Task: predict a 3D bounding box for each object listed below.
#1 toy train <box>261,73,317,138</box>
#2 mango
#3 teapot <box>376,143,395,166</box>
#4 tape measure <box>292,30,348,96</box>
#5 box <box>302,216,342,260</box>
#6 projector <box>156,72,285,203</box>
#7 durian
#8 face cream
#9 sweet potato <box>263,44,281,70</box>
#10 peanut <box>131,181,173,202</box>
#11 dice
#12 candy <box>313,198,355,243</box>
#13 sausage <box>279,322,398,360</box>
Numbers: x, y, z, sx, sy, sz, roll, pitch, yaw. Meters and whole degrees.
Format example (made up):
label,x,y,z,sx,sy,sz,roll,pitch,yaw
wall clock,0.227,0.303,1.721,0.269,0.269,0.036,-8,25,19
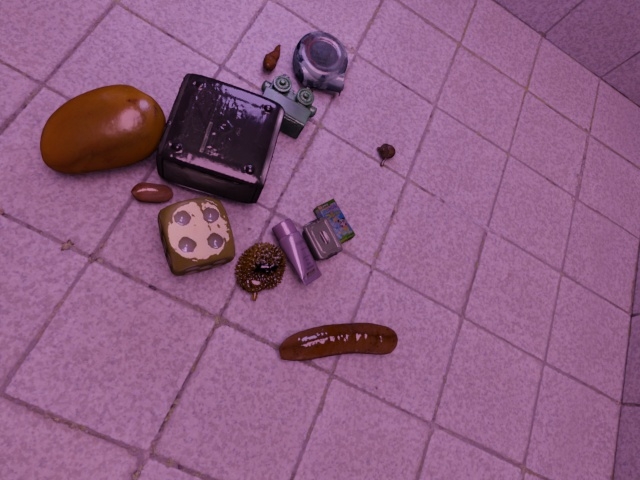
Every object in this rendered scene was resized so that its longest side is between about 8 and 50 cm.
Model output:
label,x,y,z,sx,sy,sz,roll,pitch,yaw
toy train,-0.152,-0.599,1.957,0.266,0.145,0.201,27,70,-11
mango,-0.789,-0.396,1.612,0.446,0.232,0.300,-30,89,-14
teapot,0.309,-0.410,2.132,0.080,0.085,0.110,7,101,-42
tape measure,-0.004,-0.833,2.084,0.257,0.147,0.274,8,76,-16
box,0.000,0.000,1.863,0.124,0.093,0.172,-23,83,-25
projector,-0.383,-0.388,1.708,0.406,0.242,0.394,17,71,-12
durian,-0.229,0.112,1.718,0.194,0.138,0.237,12,71,-17
face cream,-0.095,0.047,1.808,0.273,0.096,0.154,59,26,1
sweet potato,-0.227,-0.842,2.051,0.068,0.068,0.226,25,49,-12
peanut,-0.640,-0.181,1.685,0.152,0.076,0.076,1,74,-26
dice,-0.455,-0.012,1.622,0.233,0.227,0.238,-16,82,-22
candy,0.059,-0.076,1.926,0.097,0.062,0.194,-28,85,-25
sausage,0.080,0.397,1.761,0.502,0.123,0.136,1,103,-21
